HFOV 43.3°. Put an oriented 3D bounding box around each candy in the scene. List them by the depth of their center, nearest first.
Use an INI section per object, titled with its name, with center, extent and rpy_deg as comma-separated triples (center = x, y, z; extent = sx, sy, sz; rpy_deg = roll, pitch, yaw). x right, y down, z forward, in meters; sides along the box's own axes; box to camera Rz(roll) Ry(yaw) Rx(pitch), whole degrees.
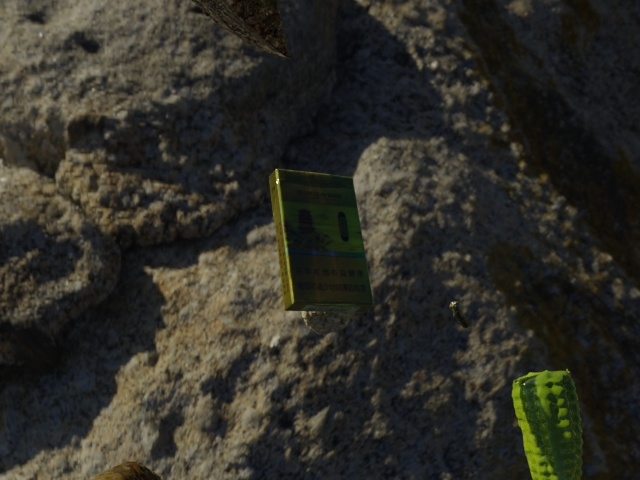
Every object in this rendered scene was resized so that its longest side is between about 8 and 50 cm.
[candy]
center = 0.337, 0.293, 1.176
extent = 0.096, 0.096, 0.210
rpy_deg = -7, 87, -19

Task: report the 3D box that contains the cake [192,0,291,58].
[cake]
center = -0.120, -0.254, 0.752
extent = 0.135, 0.246, 0.112
rpy_deg = -37, 58, -21

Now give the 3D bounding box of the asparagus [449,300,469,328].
[asparagus]
center = 0.221, 0.118, 1.283
extent = 0.018, 0.127, 0.015
rpy_deg = -34, 64, 5

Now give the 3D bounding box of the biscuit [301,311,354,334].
[biscuit]
center = -0.002, 0.073, 1.277
extent = 0.082, 0.070, 0.169
rpy_deg = -14, 42, -4

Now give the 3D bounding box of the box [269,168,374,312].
[box]
center = 0.000, 0.000, 1.077
extent = 0.121, 0.030, 0.193
rpy_deg = 4, 64, -28

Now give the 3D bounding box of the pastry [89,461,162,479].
[pastry]
center = -0.184, 0.315, 0.827
extent = 0.093, 0.192, 0.182
rpy_deg = -36, 93, -2
